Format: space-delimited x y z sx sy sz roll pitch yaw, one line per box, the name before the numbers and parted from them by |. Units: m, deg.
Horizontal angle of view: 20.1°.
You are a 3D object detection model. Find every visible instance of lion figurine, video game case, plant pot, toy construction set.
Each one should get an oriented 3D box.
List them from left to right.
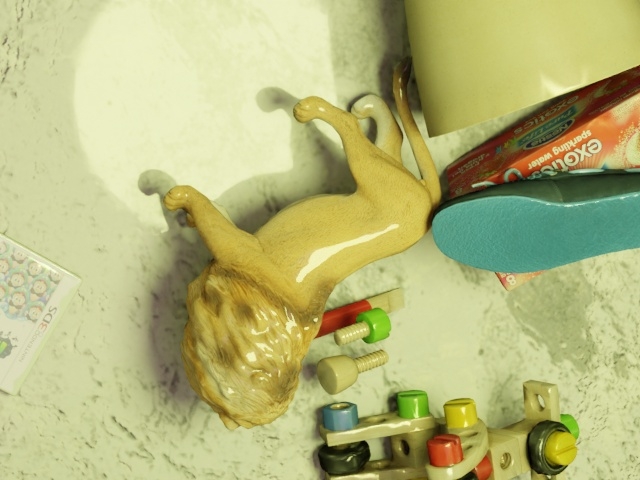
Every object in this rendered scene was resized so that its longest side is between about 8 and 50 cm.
video game case | -0.349 0.064 1.872 0.157 0.019 0.143 31 88 -18
lion figurine | 0.000 0.000 1.859 0.392 0.142 0.240 -38 70 -2
toy construction set | 0.136 0.191 1.960 0.237 0.257 0.309 -19 80 -31
plant pot | 0.183 -0.275 1.843 0.256 0.256 0.274 -22 94 -12

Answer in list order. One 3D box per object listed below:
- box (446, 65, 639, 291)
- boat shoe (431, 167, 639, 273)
box | 0.276 -0.073 1.939 0.257 0.122 0.128 -29 107 11
boat shoe | 0.243 -0.022 1.849 0.258 0.089 0.109 -1 118 4
